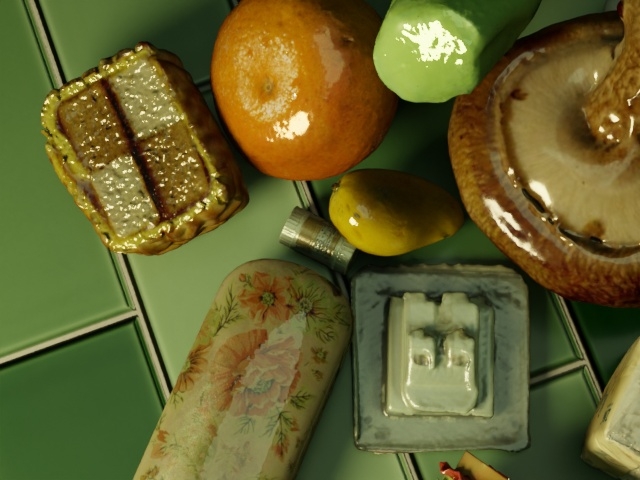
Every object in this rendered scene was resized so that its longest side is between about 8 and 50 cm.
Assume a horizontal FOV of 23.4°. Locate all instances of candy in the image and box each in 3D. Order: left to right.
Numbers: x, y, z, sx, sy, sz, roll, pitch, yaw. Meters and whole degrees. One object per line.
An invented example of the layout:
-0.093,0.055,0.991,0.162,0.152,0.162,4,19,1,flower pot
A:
0.177,-0.276,1.658,0.142,0.132,0.343,21,45,15,candy

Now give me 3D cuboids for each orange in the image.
-0.014,-0.174,1.686,0.224,0.170,0.224,2,93,34,orange

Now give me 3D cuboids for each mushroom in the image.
0.299,-0.111,1.625,0.345,0.259,0.345,-1,74,4,mushroom

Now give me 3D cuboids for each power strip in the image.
0.131,0.123,1.671,0.198,0.064,0.213,-2,77,2,power strip

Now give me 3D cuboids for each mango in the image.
0.083,-0.031,1.688,0.161,0.076,0.103,1,50,-29,mango

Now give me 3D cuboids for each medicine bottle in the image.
0.000,0.000,1.710,0.083,0.047,0.047,26,78,7,medicine bottle

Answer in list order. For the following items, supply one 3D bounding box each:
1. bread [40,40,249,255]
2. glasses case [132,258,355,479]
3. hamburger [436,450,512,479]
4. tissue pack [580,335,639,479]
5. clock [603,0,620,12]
-0.193,-0.093,1.695,0.181,0.096,0.222,-33,78,14,bread
-0.099,0.222,1.632,0.156,0.098,0.425,21,78,10,glasses case
0.169,0.308,1.579,0.175,0.175,0.137,37,86,9,hamburger
0.340,0.169,1.589,0.092,0.196,0.148,26,78,7,tissue pack
0.414,-0.285,1.759,0.166,0.093,0.162,16,86,4,clock
